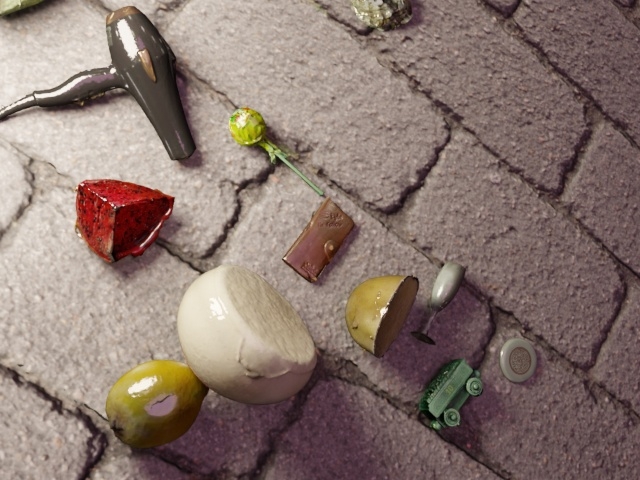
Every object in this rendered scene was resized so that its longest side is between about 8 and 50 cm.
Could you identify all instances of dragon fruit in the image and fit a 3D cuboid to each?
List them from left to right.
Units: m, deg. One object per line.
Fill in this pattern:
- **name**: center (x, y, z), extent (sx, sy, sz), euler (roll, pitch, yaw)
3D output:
- **dragon fruit**: center (-0.374, -0.048, 1.253), extent (0.127, 0.120, 0.161), euler (36, 33, 27)

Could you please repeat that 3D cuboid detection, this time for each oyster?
- **oyster**: center (0.139, -0.564, 1.553), extent (0.177, 0.064, 0.125), euler (-8, 82, -26)

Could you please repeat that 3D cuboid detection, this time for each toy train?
- **toy train**: center (0.294, 0.347, 1.489), extent (0.099, 0.070, 0.172), euler (45, 69, -4)

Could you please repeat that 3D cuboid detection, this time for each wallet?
- **wallet**: center (0.000, 0.000, 1.430), extent (0.095, 0.026, 0.176), euler (42, 69, -16)

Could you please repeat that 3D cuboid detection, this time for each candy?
- **candy**: center (-0.089, -0.181, 1.405), extent (0.262, 0.073, 0.077), euler (41, 87, -21)

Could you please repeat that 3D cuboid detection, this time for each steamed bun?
- **steamed bun**: center (-0.149, 0.188, 1.224), extent (0.177, 0.283, 0.283), euler (-43, 103, 15)

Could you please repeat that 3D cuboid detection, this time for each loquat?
- **loquat**: center (-0.294, 0.293, 1.200), extent (0.195, 0.152, 0.152), euler (-24, 93, -32)

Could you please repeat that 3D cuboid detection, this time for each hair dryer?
- **hair dryer**: center (-0.435, -0.259, 1.261), extent (0.359, 0.120, 0.303), euler (-22, 106, -14)

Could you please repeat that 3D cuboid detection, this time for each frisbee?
- **frisbee**: center (0.484, 0.293, 1.606), extent (0.110, 0.014, 0.110), euler (3, 82, -23)

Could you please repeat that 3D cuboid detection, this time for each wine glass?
- **wine glass**: center (0.276, 0.140, 1.511), extent (0.066, 0.066, 0.198), euler (35, 71, -16)

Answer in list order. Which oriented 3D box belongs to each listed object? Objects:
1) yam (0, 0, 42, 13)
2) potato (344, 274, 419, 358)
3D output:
- **yam**: center (-0.595, -0.534, 1.163), extent (0.202, 0.201, 0.271), euler (-41, 106, -22)
- **potato**: center (0.119, 0.141, 1.415), extent (0.117, 0.182, 0.202), euler (21, 60, 25)
